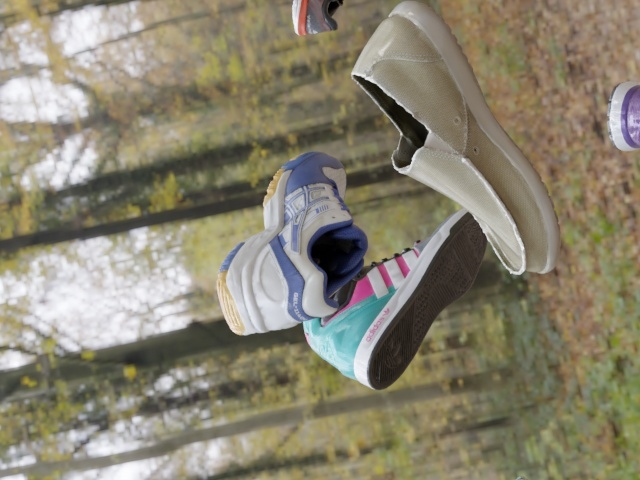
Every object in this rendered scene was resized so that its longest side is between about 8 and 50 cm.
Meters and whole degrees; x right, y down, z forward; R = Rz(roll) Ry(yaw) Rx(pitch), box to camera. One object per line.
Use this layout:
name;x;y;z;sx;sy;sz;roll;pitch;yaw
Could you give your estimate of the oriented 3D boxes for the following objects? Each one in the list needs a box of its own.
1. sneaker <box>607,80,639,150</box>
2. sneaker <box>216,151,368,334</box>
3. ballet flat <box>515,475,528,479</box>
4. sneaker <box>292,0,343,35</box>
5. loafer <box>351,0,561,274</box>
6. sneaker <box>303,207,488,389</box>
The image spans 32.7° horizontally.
sneaker;0.474;-0.158;1.333;0.283;0.124;0.107;-21;-71;-44
sneaker;0.000;0.000;1.179;0.296;0.131;0.112;-66;-38;-50
ballet flat;0.111;0.255;0.762;0.070;0.070;0.188;68;-151;-61
sneaker;0.011;-0.310;1.292;0.061;0.064;0.158;63;-145;-70
loafer;0.114;-0.074;0.947;0.268;0.092;0.102;57;173;-10
sneaker;0.078;0.051;1.397;0.295;0.178;0.124;-48;-42;-31
